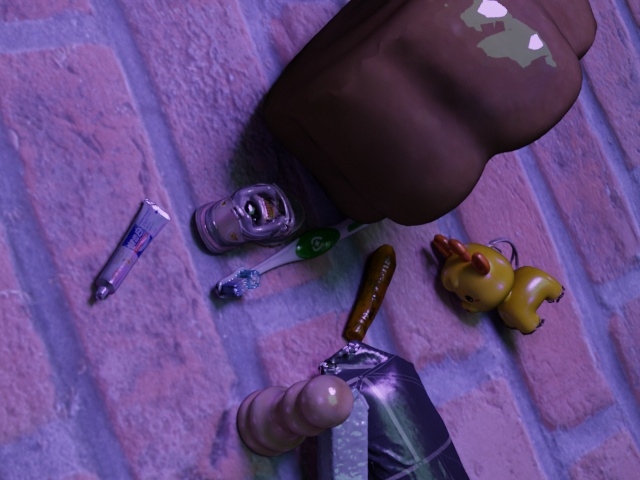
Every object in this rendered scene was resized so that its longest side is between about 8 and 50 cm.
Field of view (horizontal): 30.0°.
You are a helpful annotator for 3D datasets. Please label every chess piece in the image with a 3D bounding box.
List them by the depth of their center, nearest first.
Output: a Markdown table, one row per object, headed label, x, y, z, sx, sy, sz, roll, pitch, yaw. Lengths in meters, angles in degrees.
| label | x | y | z | sx | sy | sz | roll | pitch | yaw |
| --- | --- | --- | --- | --- | --- | --- | --- | --- | --- |
| chess piece | -0.023 | 0.215 | 1.536 | 0.094 | 0.170 | 0.094 | 18 | 59 | -33 |

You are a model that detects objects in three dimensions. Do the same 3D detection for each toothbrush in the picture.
| label | x | y | z | sx | sy | sz | roll | pitch | yaw |
| --- | --- | --- | --- | --- | --- | --- | --- | --- | --- |
| toothbrush | -0.004 | 0.000 | 1.742 | 0.418 | 0.040 | 0.042 | -28 | 111 | -47 |

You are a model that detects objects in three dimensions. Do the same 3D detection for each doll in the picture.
| label | x | y | z | sx | sy | sz | roll | pitch | yaw |
| --- | --- | --- | --- | --- | --- | --- | --- | --- | --- |
| doll | 0.269 | 0.055 | 1.879 | 0.221 | 0.143 | 0.135 | 36 | 87 | -24 |

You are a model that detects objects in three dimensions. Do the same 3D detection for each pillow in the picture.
| label | x | y | z | sx | sy | sz | roll | pitch | yaw |
| --- | --- | --- | --- | --- | --- | --- | --- | --- | --- |
| pillow | 0.113 | 0.292 | 1.669 | 0.161 | 0.092 | 0.335 | -23 | 86 | -38 |

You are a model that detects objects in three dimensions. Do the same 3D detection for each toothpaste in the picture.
| label | x | y | z | sx | sy | sz | roll | pitch | yaw |
| --- | --- | --- | --- | --- | --- | --- | --- | --- | --- |
| toothpaste | -0.245 | 0.013 | 1.537 | 0.045 | 0.028 | 0.170 | 38 | 49 | -12 |

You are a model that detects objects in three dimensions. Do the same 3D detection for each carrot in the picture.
| label | x | y | z | sx | sy | sz | roll | pitch | yaw |
| --- | --- | --- | --- | --- | --- | --- | --- | --- | --- |
| carrot | 0.075 | 0.078 | 1.766 | 0.042 | 0.042 | 0.171 | 40 | 52 | -20 |

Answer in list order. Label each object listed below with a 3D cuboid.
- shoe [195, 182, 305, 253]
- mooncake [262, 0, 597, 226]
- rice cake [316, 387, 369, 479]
| label | x | y | z | sx | sy | sz | roll | pitch | yaw |
| --- | --- | --- | --- | --- | --- | --- | --- | --- | --- |
| shoe | -0.082 | -0.041 | 1.651 | 0.180 | 0.092 | 0.089 | -12 | 79 | -42 |
| mooncake | 0.151 | -0.243 | 1.693 | 0.262 | 0.467 | 0.467 | 45 | 49 | -17 |
| rice cake | 0.029 | 0.296 | 1.583 | 0.063 | 0.069 | 0.207 | 2 | 88 | -20 |
